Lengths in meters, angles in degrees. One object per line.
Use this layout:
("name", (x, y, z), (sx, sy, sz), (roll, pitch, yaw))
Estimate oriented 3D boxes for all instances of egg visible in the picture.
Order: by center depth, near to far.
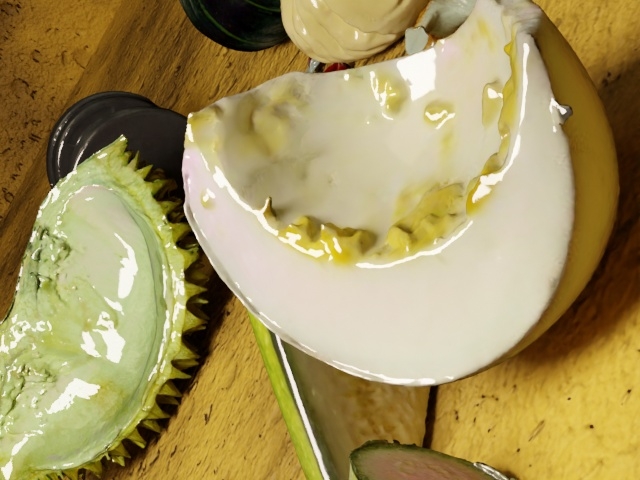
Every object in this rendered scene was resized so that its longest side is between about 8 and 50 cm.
("egg", (0.074, -0.031, 0.786), (0.271, 0.206, 0.162), (-19, 5, 38))

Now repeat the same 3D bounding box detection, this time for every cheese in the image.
("cheese", (0.052, -0.284, 1.263), (0.214, 0.117, 0.226), (-27, 34, 62))

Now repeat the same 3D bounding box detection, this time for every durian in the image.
("durian", (-0.230, 0.099, 1.309), (0.394, 0.198, 0.163), (-63, 22, 2))

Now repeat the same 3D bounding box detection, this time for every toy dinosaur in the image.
("toy dinosaur", (0.113, -0.200, 1.087), (0.212, 0.057, 0.142), (-46, 14, 33))

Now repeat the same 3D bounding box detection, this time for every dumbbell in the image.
("dumbbell", (-0.230, -0.082, 1.557), (0.185, 0.185, 0.388), (-61, 20, 2))

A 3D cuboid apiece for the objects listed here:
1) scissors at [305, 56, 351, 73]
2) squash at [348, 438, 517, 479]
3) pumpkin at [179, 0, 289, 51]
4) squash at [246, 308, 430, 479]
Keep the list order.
("scissors", (-0.036, -0.144, 1.417), (0.248, 0.017, 0.144), (-46, 26, 40))
("squash", (0.052, 0.192, 0.719), (0.105, 0.105, 0.132), (-131, 52, -68))
("pumpkin", (-0.090, -0.353, 1.539), (0.250, 0.216, 0.250), (180, 90, -66))
("squash", (0.045, 0.141, 0.869), (0.093, 0.169, 0.252), (-43, 61, 47))
